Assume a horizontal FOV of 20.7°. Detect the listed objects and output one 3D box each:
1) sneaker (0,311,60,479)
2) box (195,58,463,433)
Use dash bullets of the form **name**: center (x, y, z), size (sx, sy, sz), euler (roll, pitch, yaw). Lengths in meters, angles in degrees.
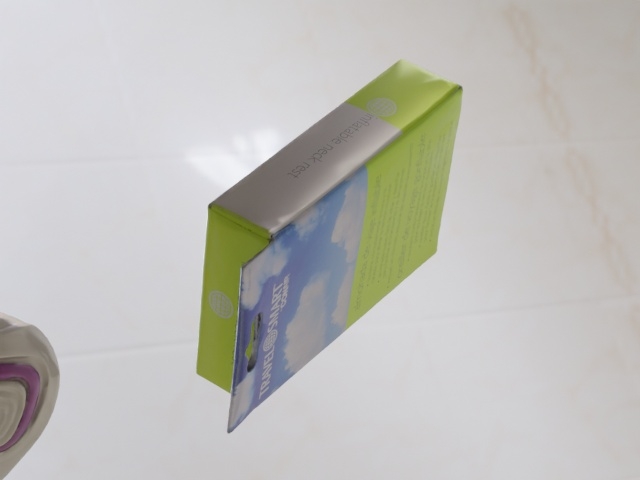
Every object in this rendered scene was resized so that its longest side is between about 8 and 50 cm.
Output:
- **sneaker**: center (-0.257, 0.068, 0.787), size (0.152, 0.305, 0.114), euler (-89, 156, -46)
- **box**: center (0.000, 0.000, 0.839), size (0.042, 0.178, 0.109), euler (28, -46, 24)
